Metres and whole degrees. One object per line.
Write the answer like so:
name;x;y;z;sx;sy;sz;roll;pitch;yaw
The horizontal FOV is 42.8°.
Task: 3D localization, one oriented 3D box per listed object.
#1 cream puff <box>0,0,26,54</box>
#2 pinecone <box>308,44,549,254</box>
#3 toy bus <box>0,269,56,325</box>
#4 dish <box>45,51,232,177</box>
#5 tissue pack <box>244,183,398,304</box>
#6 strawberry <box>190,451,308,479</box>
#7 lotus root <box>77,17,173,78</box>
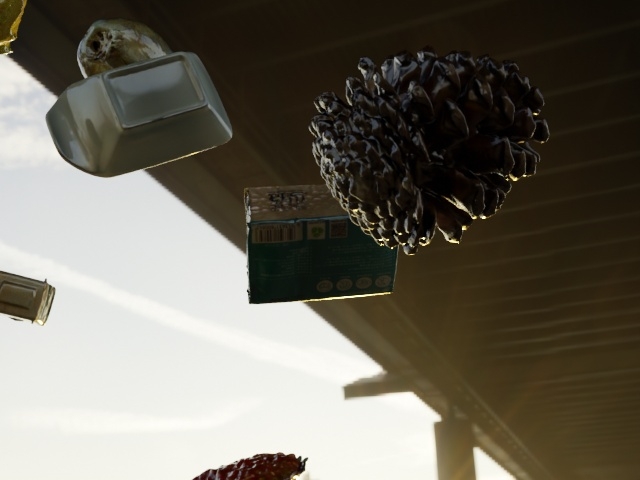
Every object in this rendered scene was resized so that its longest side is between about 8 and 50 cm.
cream puff;-0.582;-0.356;1.248;0.282;0.281;0.185;0;-18;-3
pinecone;0.139;-0.118;0.984;0.292;0.246;0.246;-20;-20;-21
toy bus;-0.612;0.101;1.575;0.182;0.091;0.103;16;-14;-10
dish;-0.244;-0.177;1.087;0.234;0.154;0.064;-21;-16;-18
tissue pack;0.000;0.000;1.437;0.271;0.134;0.192;-3;-51;-9
strawberry;-0.132;0.385;1.248;0.233;0.138;0.306;-33;-19;-54
lotus root;-0.352;-0.326;1.594;0.158;0.140;0.322;-35;-17;5
